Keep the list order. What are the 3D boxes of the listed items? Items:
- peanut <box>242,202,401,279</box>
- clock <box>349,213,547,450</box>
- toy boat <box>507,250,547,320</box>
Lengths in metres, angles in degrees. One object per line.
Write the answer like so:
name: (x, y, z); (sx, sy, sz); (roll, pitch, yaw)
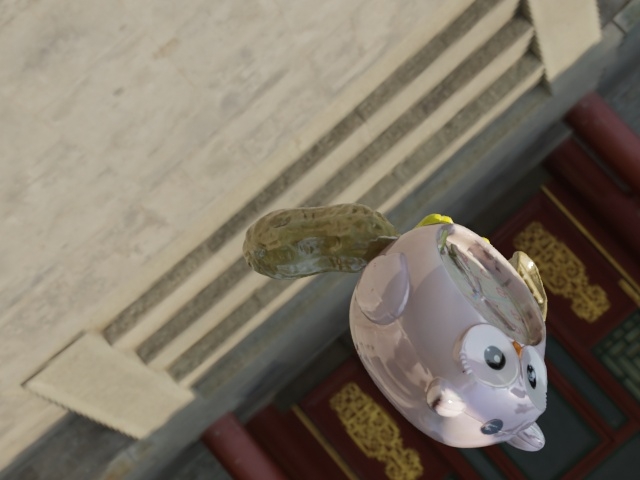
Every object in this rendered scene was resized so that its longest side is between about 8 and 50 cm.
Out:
peanut: (0.000, 0.000, 1.850); (0.325, 0.140, 0.153); (-5, 170, 30)
clock: (0.215, 0.178, 1.654); (0.368, 0.377, 0.250); (27, 122, -33)
toy boat: (0.381, 0.089, 1.882); (0.061, 0.116, 0.188); (-29, -171, 22)
